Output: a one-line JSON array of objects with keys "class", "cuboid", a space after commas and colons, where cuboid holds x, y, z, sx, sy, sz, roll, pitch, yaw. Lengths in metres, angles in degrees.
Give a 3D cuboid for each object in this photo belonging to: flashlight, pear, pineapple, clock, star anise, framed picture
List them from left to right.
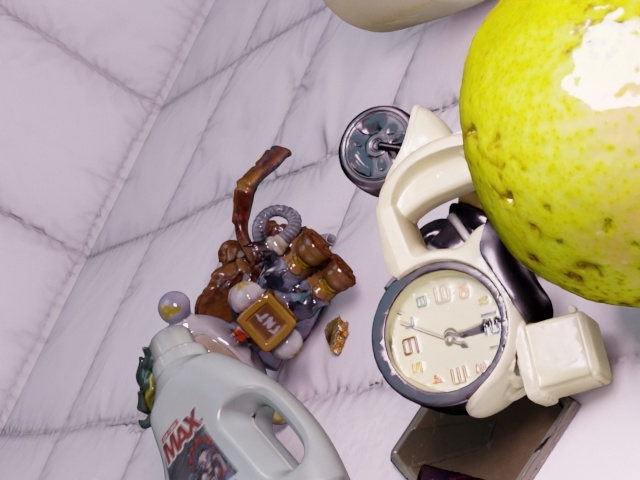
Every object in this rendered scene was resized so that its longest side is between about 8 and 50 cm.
[{"class": "star anise", "cuboid": [-0.110, 0.008, 2.342, 0.237, 0.148, 0.346, -144, 69, -69]}, {"class": "flashlight", "cuboid": [0.000, 0.000, 2.294, 0.083, 0.018, 0.018, -9, 54, 63]}, {"class": "pineapple", "cuboid": [0.024, 0.138, 2.053, 0.045, 0.019, 0.083, -56, 18, 15]}, {"class": "clock", "cuboid": [0.170, 0.005, 1.518, 0.276, 0.120, 0.379, -15, 71, 22]}, {"class": "framed picture", "cuboid": [0.180, 0.224, 1.592, 0.209, 0.019, 0.281, -57, 21, 4]}, {"class": "pear", "cuboid": [0.327, -0.117, 1.261, 0.391, 0.391, 0.391, -47, 24, 28]}]

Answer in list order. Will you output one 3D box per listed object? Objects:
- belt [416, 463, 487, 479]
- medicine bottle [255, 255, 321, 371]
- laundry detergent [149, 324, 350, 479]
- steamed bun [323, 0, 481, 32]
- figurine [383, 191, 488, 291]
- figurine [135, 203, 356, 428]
[{"class": "belt", "cuboid": [0.137, 0.366, 1.310, 0.184, 0.164, 0.289, 105, -179, -56]}, {"class": "medicine bottle", "cuboid": [-0.061, 0.108, 2.176, 0.188, 0.094, 0.119, -63, 20, -12]}, {"class": "laundry detergent", "cuboid": [-0.118, 0.269, 1.820, 0.264, 0.125, 0.398, -46, 52, 22]}, {"class": "steamed bun", "cuboid": [0.214, -0.548, 2.207, 0.371, 0.290, 0.456, -1, 62, 59]}, {"class": "figurine", "cuboid": [0.203, 0.008, 1.647, 0.236, 0.176, 0.133, -54, 3, -8]}, {"class": "figurine", "cuboid": [-0.116, 0.156, 2.030, 0.382, 0.261, 0.186, -43, -4, 10]}]
